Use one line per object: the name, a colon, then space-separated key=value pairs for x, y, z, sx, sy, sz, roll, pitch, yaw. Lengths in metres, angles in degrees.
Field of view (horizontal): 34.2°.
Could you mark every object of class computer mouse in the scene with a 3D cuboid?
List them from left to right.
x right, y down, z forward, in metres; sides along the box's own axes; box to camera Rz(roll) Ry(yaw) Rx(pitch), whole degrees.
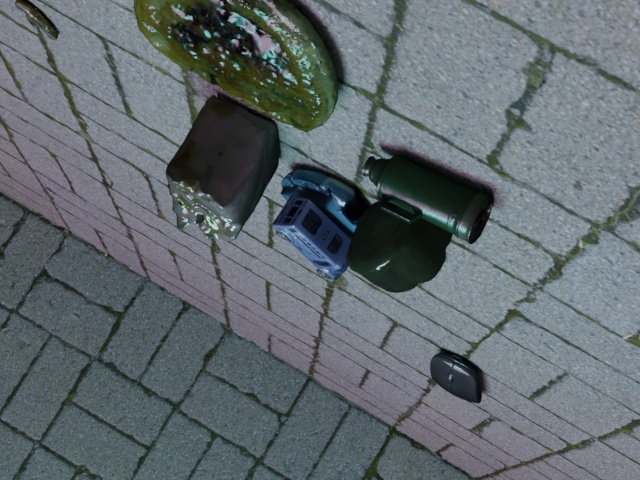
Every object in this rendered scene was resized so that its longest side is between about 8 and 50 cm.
computer mouse: x=0.309 y=0.319 z=2.359 sx=0.120 sy=0.057 sz=0.232 roll=26 pitch=164 yaw=20

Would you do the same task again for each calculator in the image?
calculator: x=0.044 y=-0.027 z=1.821 sx=0.173 sy=0.051 sz=0.293 roll=17 pitch=158 yaw=39

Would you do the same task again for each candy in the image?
candy: x=-0.158 y=-0.114 z=1.704 sx=0.137 sy=0.195 sz=0.185 roll=25 pitch=159 yaw=7

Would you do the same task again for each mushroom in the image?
mushroom: x=-0.495 y=-0.386 z=1.817 sx=0.049 sy=0.019 sz=0.101 roll=17 pitch=158 yaw=45

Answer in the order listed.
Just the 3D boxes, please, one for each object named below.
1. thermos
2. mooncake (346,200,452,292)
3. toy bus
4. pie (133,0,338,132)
thermos: x=0.144 y=-0.063 z=1.466 sx=0.187 sy=0.083 sz=0.073 roll=28 pitch=-173 yaw=21
mooncake: x=0.125 y=-0.001 z=1.629 sx=0.104 sy=0.168 sz=0.175 roll=28 pitch=-160 yaw=-26
toy bus: x=0.000 y=0.000 z=1.753 sx=0.167 sy=0.073 sz=0.076 roll=42 pitch=159 yaw=-32
pie: x=-0.107 y=-0.258 z=1.374 sx=0.323 sy=0.071 sz=0.323 roll=29 pitch=163 yaw=10
